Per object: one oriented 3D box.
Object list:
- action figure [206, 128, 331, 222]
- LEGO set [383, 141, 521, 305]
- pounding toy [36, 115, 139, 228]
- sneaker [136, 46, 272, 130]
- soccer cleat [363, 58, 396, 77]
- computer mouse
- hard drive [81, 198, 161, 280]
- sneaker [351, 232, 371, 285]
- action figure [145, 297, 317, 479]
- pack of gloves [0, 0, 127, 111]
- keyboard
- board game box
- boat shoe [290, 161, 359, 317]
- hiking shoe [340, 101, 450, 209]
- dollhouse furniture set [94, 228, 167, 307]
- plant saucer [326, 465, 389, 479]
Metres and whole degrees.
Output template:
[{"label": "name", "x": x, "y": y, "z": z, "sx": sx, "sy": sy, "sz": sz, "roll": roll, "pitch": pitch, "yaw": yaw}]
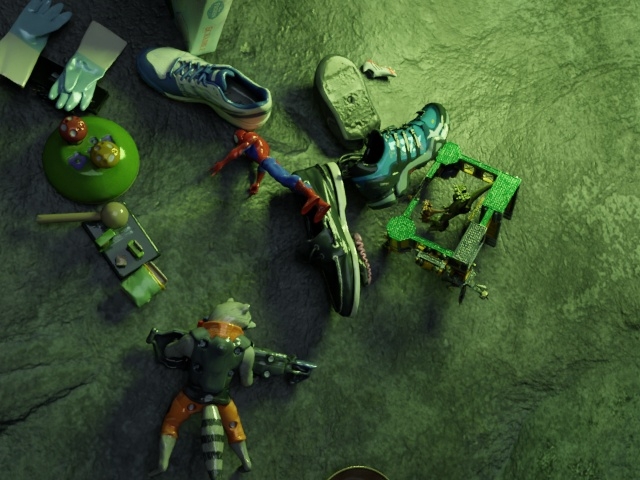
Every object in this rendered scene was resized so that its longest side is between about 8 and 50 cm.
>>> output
[{"label": "action figure", "x": -0.120, "y": -0.121, "z": 1.445, "sx": 0.139, "sy": 0.091, "sz": 0.280, "roll": -44, "pitch": 61, "yaw": 5}, {"label": "LEGO set", "x": 0.297, "y": -0.035, "z": 1.575, "sx": 0.255, "sy": 0.192, "sz": 0.331, "roll": 19, "pitch": 66, "yaw": 17}, {"label": "pounding toy", "x": -0.442, "y": -0.149, "z": 1.334, "sx": 0.183, "sy": 0.110, "sz": 0.237, "roll": 5, "pitch": 70, "yaw": -13}, {"label": "sneaker", "x": -0.234, "y": -0.338, "z": 1.455, "sx": 0.296, "sy": 0.131, "sz": 0.112, "roll": 21, "pitch": 73, "yaw": -12}, {"label": "soccer cleat", "x": 0.139, "y": -0.397, "z": 1.653, "sx": 0.083, "sy": 0.029, "sz": 0.035, "roll": 22, "pitch": 80, "yaw": -10}, {"label": "computer mouse", "x": 0.055, "y": -0.281, "z": 1.580, "sx": 0.188, "sy": 0.072, "sz": 0.272, "roll": -25, "pitch": 99, "yaw": -24}, {"label": "hard drive", "x": -0.391, "y": -0.002, "z": 1.379, "sx": 0.094, "sy": 0.022, "sz": 0.135, "roll": -35, "pitch": 90, "yaw": -23}, {"label": "sneaker", "x": 0.074, "y": 0.046, "z": 1.523, "sx": 0.057, "sy": 0.047, "sz": 0.119, "roll": -16, "pitch": 79, "yaw": -7}, {"label": "action figure", "x": -0.159, "y": 0.275, "z": 1.319, "sx": 0.341, "sy": 0.178, "sz": 0.330, "roll": 6, "pitch": 85, "yaw": -16}, {"label": "pack of gloves", "x": -0.525, "y": -0.365, "z": 1.398, "sx": 0.195, "sy": 0.046, "sz": 0.232, "roll": 32, "pitch": 56, "yaw": -21}, {"label": "keyboard", "x": -0.531, "y": -0.305, "z": 1.403, "sx": 0.192, "sy": 0.038, "sz": 0.100, "roll": 28, "pitch": 47, "yaw": -10}, {"label": "board game box", "x": -0.273, "y": -0.581, "z": 1.396, "sx": 0.066, "sy": 0.318, "sz": 0.318, "roll": -22, "pitch": 85, "yaw": -21}, {"label": "boat shoe", "x": 0.001, "y": -0.002, "z": 1.460, "sx": 0.113, "sy": 0.127, "sz": 0.340, "roll": -4, "pitch": 77, "yaw": -19}, {"label": "hiking shoe", "x": 0.177, "y": -0.211, "z": 1.529, "sx": 0.132, "sy": 0.113, "sz": 0.304, "roll": 48, "pitch": 64, "yaw": -25}, {"label": "dollhouse furniture set", "x": -0.361, "y": 0.048, "z": 1.333, "sx": 0.076, "sy": 0.058, "sz": 0.152, "roll": -42, "pitch": 93, "yaw": -22}, {"label": "plant saucer", "x": 0.069, "y": 0.554, "z": 1.403, "sx": 0.198, "sy": 0.036, "sz": 0.198, "roll": 4, "pitch": 77, "yaw": -18}]
